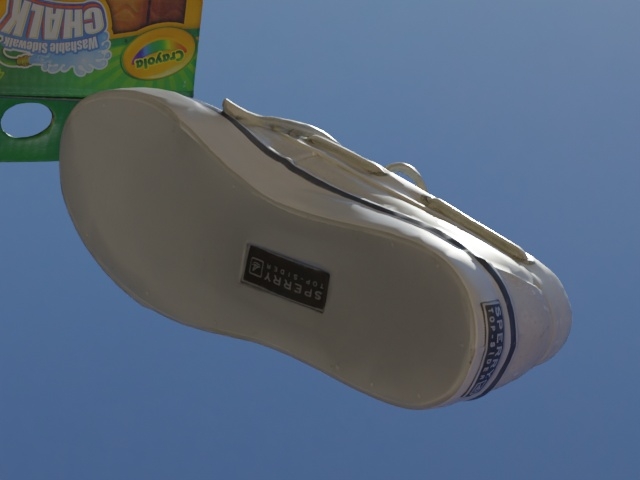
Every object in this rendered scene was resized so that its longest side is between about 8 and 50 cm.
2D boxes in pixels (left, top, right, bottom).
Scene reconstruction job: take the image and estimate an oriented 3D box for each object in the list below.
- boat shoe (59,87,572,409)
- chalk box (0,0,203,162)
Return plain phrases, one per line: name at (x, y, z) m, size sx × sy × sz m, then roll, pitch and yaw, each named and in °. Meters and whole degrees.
boat shoe at (0.003, -0.008, 1.179) m, size 0.367 × 0.156 × 0.135 m, roll 21°, pitch -72°, yaw 39°
chalk box at (-0.200, -0.194, 1.399) m, size 0.179 × 0.180 × 0.289 m, roll 22°, pitch -69°, yaw 52°
